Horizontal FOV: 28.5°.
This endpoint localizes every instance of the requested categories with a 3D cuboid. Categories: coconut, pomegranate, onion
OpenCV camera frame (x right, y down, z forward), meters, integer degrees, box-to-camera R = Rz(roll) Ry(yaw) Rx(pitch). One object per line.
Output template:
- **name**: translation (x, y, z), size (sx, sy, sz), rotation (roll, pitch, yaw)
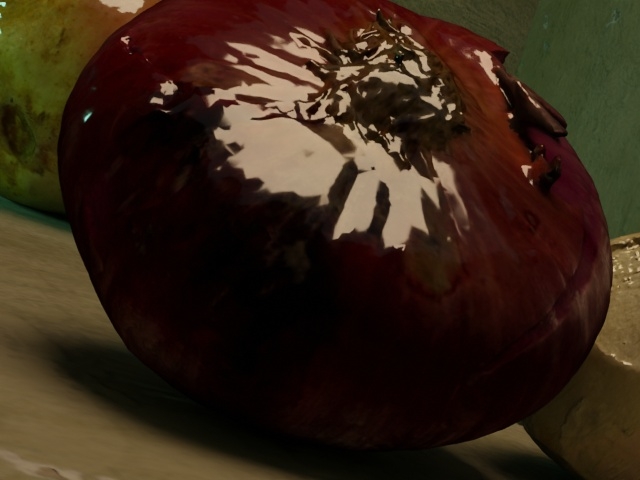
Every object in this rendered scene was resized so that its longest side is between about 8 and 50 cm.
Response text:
- **coconut**: translation (0.221, 0.095, 0.868), size (0.194, 0.194, 0.194), rotation (18, 4, -1)
- **pomegranate**: translation (-0.274, -0.191, 1.477), size (0.338, 0.338, 0.338), rotation (18, 4, -1)
- **onion**: translation (0.000, 0.000, 0.795), size (0.348, 0.285, 0.347), rotation (14, 46, -15)
